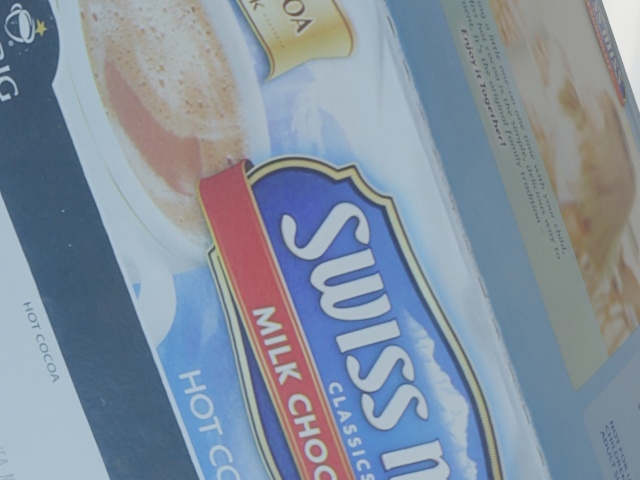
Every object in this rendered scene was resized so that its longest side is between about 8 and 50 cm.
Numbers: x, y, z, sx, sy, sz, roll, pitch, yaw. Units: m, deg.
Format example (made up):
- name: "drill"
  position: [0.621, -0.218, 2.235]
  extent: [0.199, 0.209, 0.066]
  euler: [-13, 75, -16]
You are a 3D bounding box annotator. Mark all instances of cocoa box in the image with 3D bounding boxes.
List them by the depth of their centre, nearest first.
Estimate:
- name: "cocoa box"
  position: [0.000, 0.000, 0.739]
  extent: [0.231, 0.228, 0.347]
  euler: [-32, -76, -62]
